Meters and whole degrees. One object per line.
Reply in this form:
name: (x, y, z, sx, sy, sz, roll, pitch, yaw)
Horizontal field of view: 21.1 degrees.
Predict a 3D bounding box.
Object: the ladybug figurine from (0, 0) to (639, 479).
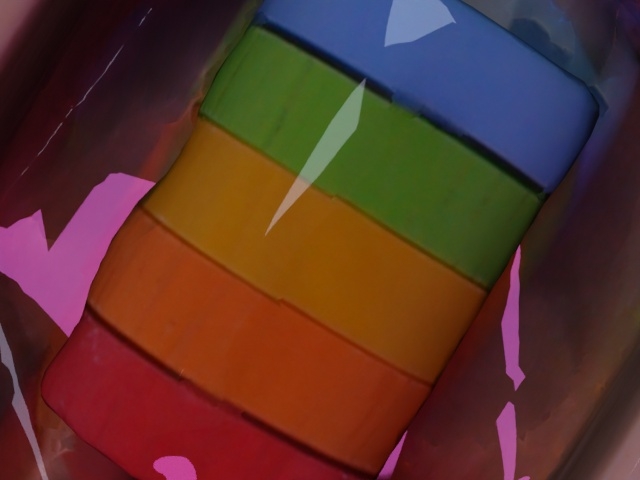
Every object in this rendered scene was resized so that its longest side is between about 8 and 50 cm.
ladybug figurine: (0.000, 0.000, 0.497, 0.305, 0.162, 0.449, 36, 91, 1)
